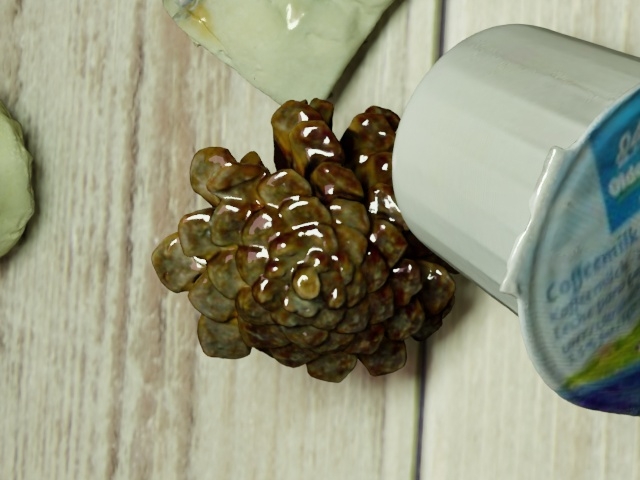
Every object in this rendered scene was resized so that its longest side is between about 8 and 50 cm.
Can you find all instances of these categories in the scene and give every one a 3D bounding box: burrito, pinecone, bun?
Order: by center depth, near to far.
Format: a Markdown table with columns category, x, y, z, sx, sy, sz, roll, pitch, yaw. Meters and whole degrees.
| category | x | y | z | sx | sy | sz | roll | pitch | yaw |
| --- | --- | --- | --- | --- | --- | --- | --- | --- | --- |
| pinecone | 0.001 | -0.002 | 1.407 | 0.202 | 0.229 | 0.201 | -32 | 25 | 46 |
| burrito | 0.003 | -0.287 | 1.467 | 0.190 | 0.135 | 0.332 | 48 | 112 | 37 |
| bun | -0.350 | -0.075 | 1.736 | 0.222 | 0.127 | 0.222 | 17 | 126 | 25 |

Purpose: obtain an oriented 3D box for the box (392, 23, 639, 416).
| category | x | y | z | sx | sy | sz | roll | pitch | yaw |
| --- | --- | --- | --- | --- | --- | --- | --- | --- | --- |
| box | 0.187 | -0.024 | 1.280 | 0.262 | 0.291 | 0.206 | -37 | 40 | -15 |
